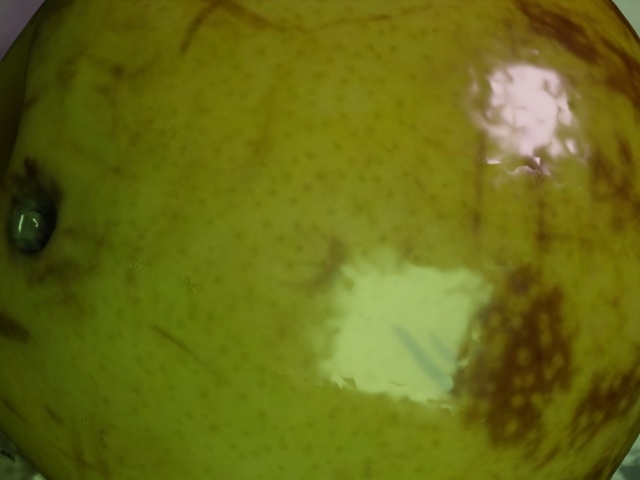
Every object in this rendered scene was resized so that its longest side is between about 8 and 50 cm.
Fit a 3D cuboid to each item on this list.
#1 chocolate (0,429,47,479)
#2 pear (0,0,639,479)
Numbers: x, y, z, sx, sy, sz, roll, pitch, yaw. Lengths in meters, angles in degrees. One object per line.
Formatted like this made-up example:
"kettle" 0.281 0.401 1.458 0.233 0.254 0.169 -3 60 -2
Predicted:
"chocolate" -0.175 0.157 0.721 0.148 0.093 0.214 39 87 -33
"pear" 0.000 0.000 0.658 0.280 0.280 0.281 -11 113 -25
